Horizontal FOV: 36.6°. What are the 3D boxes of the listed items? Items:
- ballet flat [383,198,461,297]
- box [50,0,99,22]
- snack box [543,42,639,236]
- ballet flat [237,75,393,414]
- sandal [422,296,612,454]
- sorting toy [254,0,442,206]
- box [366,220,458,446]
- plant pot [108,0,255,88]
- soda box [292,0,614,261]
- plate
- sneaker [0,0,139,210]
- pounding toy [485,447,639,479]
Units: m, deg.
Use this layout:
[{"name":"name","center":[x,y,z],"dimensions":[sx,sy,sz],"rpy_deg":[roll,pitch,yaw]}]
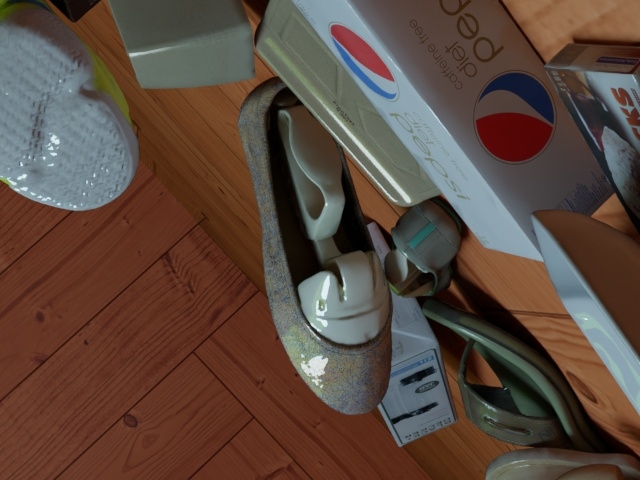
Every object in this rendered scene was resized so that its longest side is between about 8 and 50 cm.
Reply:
[{"name":"ballet flat","center":[0.085,0.019,0.903],"dimensions":[0.072,0.068,0.213],"rpy_deg":[44,170,13]},{"name":"box","center":[-0.132,-0.250,0.458],"dimensions":[0.203,0.168,0.167],"rpy_deg":[48,171,-4]},{"name":"snack box","center":[0.177,-0.021,0.483],"dimensions":[0.178,0.022,0.064],"rpy_deg":[52,168,-26]},{"name":"ballet flat","center":[0.000,0.000,0.849],"dimensions":[0.106,0.108,0.315],"rpy_deg":[-30,79,66]},{"name":"sandal","center":[0.200,0.173,0.974],"dimensions":[0.302,0.086,0.120],"rpy_deg":[51,170,-21]},{"name":"sorting toy","center":[0.039,-0.114,0.685],"dimensions":[0.193,0.038,0.208],"rpy_deg":[48,166,-4]},{"name":"box","center":[0.080,0.121,1.143],"dimensions":[0.290,0.087,0.169],"rpy_deg":[65,180,-63]},{"name":"plant pot","center":[-0.117,-0.182,0.785],"dimensions":[0.109,0.096,0.109],"rpy_deg":[99,150,-79]},{"name":"soda box","center":[0.069,-0.091,0.532],"dimensions":[0.216,0.069,0.074],"rpy_deg":[50,170,-16]},{"name":"plate","center":[0.207,0.112,0.473],"dimensions":[0.278,0.045,0.277],"rpy_deg":[57,-172,19]},{"name":"sneaker","center":[-0.186,-0.126,0.519],"dimensions":[0.240,0.091,0.126],"rpy_deg":[50,-169,-31]},{"name":"pounding toy","center":[0.243,0.299,0.933],"dimensions":[0.154,0.154,0.269],"rpy_deg":[-12,136,25]}]
